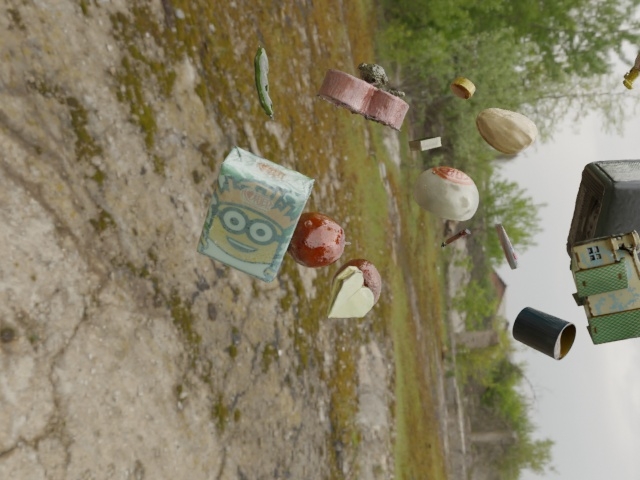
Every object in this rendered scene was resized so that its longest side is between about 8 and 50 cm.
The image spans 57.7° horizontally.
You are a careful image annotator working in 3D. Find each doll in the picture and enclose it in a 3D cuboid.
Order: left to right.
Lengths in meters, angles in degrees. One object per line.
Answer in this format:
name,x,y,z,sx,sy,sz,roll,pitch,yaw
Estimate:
doll,0.190,-0.559,2.205,0.091,0.203,0.286,-53,-172,-17
doll,1.069,-0.633,1.776,0.160,0.094,0.365,-49,165,-49

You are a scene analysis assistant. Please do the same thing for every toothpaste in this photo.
toothpaste,0.756,0.022,2.357,0.067,0.043,0.194,163,-96,-84

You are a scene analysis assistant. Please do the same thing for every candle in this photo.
candle,0.144,-0.499,2.027,0.131,0.317,0.287,-67,-161,7
candle,0.468,-0.007,2.044,0.167,0.026,0.021,141,-50,-63

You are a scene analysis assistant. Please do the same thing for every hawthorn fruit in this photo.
hawthorn fruit,0.000,0.000,2.119,0.205,0.254,0.204,178,-90,-69

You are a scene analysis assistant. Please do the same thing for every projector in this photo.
projector,1.121,-0.075,2.057,0.242,0.406,0.394,-88,177,-59

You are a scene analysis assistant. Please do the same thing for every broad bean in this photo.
broad bean,-0.190,-0.523,1.915,0.065,0.047,0.254,-3,84,-50

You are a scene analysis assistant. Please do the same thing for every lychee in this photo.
lychee,0.168,0.215,2.732,0.300,0.256,0.254,-69,150,-71

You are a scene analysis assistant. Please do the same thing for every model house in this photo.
model house,0.653,0.117,1.280,0.271,0.178,0.206,43,38,-65

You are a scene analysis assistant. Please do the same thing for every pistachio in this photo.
pistachio,0.679,-0.407,2.139,0.157,0.230,0.157,-57,168,-20

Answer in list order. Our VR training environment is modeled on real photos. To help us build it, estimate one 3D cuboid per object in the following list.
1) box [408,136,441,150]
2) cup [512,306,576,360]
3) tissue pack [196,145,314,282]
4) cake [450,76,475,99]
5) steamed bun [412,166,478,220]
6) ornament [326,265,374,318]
box,0.349,-0.325,1.952,0.083,0.080,0.035,-159,-125,-65
cup,0.645,0.269,1.670,0.150,0.138,0.113,36,82,-44
tissue pack,-0.173,-0.061,1.511,0.128,0.228,0.310,-72,-174,-52
cake,0.492,-0.525,2.011,0.044,0.084,0.084,-53,156,-6
steamed bun,0.527,-0.209,2.409,0.283,0.283,0.177,-65,173,-65
ornament,0.084,0.191,1.899,0.059,0.180,0.201,37,-18,43
